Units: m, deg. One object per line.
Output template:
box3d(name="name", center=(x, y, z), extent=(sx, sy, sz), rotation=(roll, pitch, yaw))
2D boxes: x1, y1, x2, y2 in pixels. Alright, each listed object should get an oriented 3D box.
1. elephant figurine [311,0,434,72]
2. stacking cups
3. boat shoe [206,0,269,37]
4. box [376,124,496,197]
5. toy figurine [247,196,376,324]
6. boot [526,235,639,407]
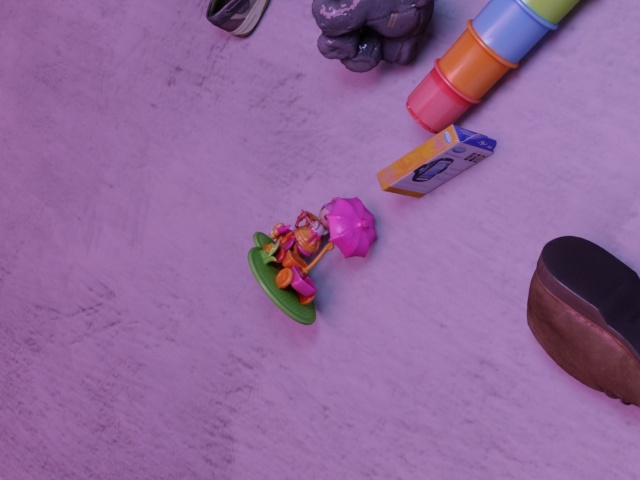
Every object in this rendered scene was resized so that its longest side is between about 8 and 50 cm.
box3d(name="elephant figurine", center=(0.062, -0.351, 1.187), extent=(0.186, 0.169, 0.239), rotation=(-5, 64, 11))
box3d(name="stacking cups", center=(0.219, -0.248, 1.071), extent=(0.316, 0.096, 0.096), rotation=(-48, 59, 27))
box3d(name="boat shoe", center=(-0.098, -0.407, 1.365), extent=(0.080, 0.073, 0.223), rotation=(41, 112, 35))
box3d(name="box", center=(0.144, -0.097, 1.129), extent=(0.136, 0.081, 0.028), rotation=(-34, 65, 32))
box3d(name="toy figurine", center=(0.000, 0.000, 1.244), extent=(0.159, 0.130, 0.173), rotation=(-40, 36, 15))
box3d(name="boot", center=(0.336, 0.130, 0.958), extent=(0.305, 0.112, 0.115), rotation=(46, 144, 29))
